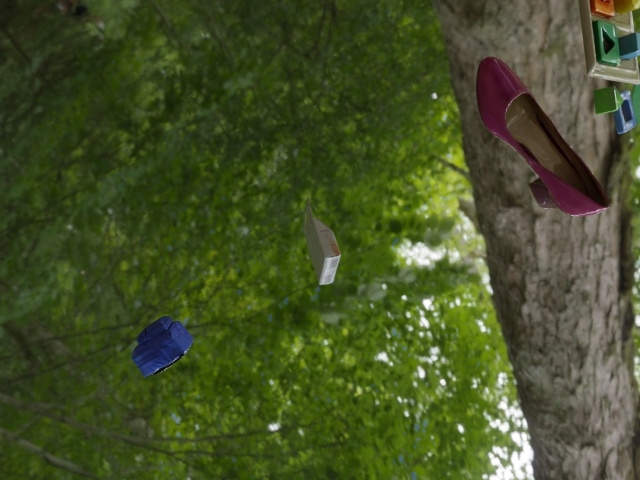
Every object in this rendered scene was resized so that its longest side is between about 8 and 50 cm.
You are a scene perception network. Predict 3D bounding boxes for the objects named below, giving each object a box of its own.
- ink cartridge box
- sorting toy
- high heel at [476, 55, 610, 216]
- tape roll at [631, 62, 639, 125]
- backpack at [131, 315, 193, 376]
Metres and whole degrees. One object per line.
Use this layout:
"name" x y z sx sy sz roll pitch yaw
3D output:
"ink cartridge box" 0.000 0.000 1.673 0.045 0.145 0.179 -8 -119 -12
"sorting toy" 0.461 -0.344 1.047 0.195 0.348 0.047 -6 179 -45
"high heel" 0.458 -0.216 1.365 0.127 0.377 0.181 -42 -161 -13
"tape roll" 0.899 -0.350 1.554 0.321 0.321 0.077 -1 -139 31
"backpack" -0.355 0.232 1.473 0.120 0.101 0.098 -37 -178 10
